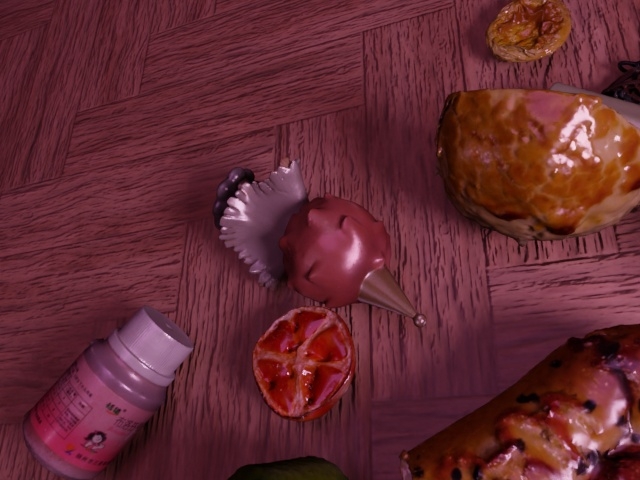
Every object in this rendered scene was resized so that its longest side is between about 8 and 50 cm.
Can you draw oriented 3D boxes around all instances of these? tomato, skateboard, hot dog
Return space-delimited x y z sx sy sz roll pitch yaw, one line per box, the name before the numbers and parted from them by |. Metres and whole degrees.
tomato | -0.013 0.169 0.816 0.156 0.069 0.155 -12 61 23
skateboard | 0.450 -0.214 0.788 0.151 0.067 0.080 0 59 50
hot dog | 0.309 0.271 0.556 0.365 0.196 0.367 -35 59 1

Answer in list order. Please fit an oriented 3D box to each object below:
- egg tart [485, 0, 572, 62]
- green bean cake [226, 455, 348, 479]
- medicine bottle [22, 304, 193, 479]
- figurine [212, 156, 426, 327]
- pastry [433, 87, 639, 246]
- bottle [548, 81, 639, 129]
egg tart | 0.321 -0.322 0.919 0.130 0.052 0.130 -10 64 20
green bean cake | -0.043 0.427 0.585 0.319 0.218 0.335 35 97 36
medicine bottle | -0.307 0.220 0.880 0.247 0.147 0.147 -48 57 -3
figurine | 0.000 0.000 0.850 0.387 0.166 0.206 25 108 34
pastry | 0.259 -0.079 0.730 0.256 0.237 0.170 23 94 30
bottle | 0.396 -0.148 0.788 0.202 0.072 0.072 28 80 32
